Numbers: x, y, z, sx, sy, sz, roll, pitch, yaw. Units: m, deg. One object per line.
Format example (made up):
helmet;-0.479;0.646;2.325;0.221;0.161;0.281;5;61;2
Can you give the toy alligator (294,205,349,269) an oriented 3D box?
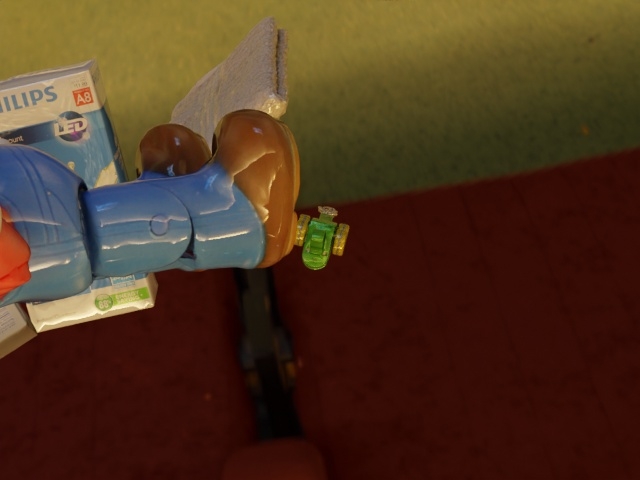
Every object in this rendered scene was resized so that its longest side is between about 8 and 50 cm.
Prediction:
toy alligator;0.000;0.000;1.673;0.056;0.189;0.051;14;100;1

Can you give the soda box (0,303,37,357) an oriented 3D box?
soda box;-0.391;0.118;1.288;0.286;0.098;0.091;-33;86;-10

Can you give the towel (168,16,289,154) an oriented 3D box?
towel;-0.112;-0.155;1.741;0.049;0.282;0.187;41;108;-19

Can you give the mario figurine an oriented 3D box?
mario figurine;-0.170;-0.026;0.698;0.320;0.170;0.198;-14;150;-37

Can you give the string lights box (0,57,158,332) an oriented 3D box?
string lights box;-0.267;-0.047;1.559;0.133;0.077;0.259;-13;108;1
